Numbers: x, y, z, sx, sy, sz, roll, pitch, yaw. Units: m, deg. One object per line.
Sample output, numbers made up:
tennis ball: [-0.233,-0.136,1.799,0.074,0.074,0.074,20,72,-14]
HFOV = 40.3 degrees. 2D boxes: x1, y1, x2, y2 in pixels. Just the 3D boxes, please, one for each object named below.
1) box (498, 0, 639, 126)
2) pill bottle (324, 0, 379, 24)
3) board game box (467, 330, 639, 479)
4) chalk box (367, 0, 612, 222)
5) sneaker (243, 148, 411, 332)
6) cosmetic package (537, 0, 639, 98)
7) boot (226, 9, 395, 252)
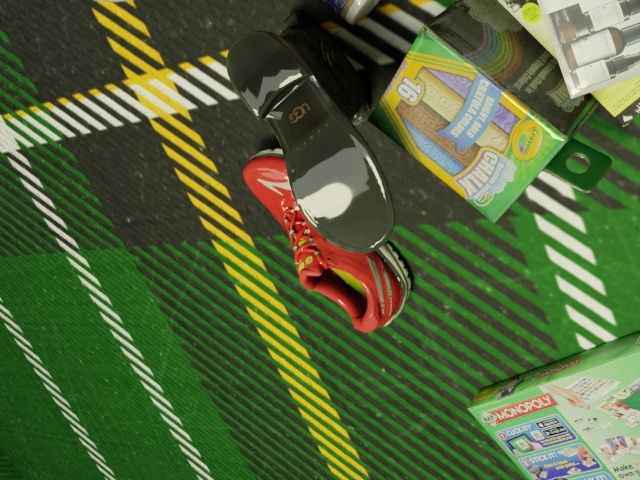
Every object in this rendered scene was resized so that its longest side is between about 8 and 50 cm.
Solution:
box: [0.230,-0.217,0.786,0.232,0.058,0.087,44,139,1]
pill bottle: [0.010,-0.286,0.901,0.120,0.067,0.067,43,139,3]
board game box: [0.359,0.233,1.061,0.213,0.046,0.317,50,139,-5]
chalk box: [0.182,-0.121,0.848,0.213,0.132,0.132,41,139,6]
sneaker: [0.000,0.000,1.106,0.279,0.118,0.107,46,139,-1]
cosmetic package: [0.213,-0.245,0.702,0.098,0.060,0.239,-18,103,25]
boot: [0.017,-0.128,0.918,0.091,0.229,0.263,-28,95,21]
